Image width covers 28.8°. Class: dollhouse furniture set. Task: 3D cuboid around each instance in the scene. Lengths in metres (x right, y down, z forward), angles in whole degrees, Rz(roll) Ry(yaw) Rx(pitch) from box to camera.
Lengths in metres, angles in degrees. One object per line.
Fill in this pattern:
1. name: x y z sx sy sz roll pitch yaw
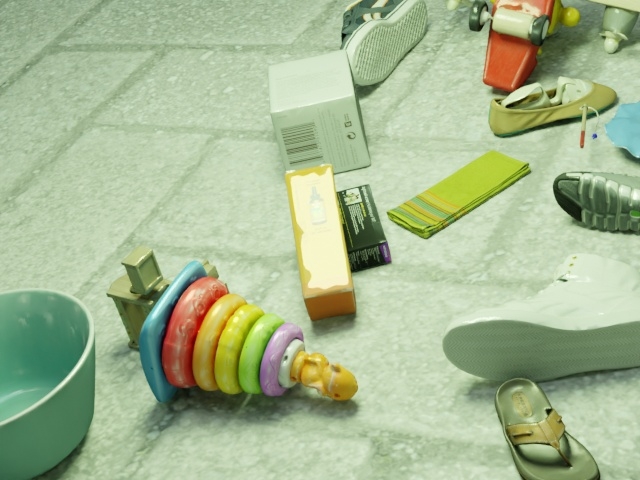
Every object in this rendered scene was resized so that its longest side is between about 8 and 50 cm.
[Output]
1. dollhouse furniture set: -0.239 0.053 1.883 0.101 0.182 0.161 12 42 34

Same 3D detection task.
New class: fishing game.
1. fishing game: 0.557 -0.178 2.039 0.264 0.041 0.189 3 37 12

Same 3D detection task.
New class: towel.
1. towel: 0.227 -0.083 2.044 0.237 0.021 0.102 -31 38 -23

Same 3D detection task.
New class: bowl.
1. bowl: -0.439 0.222 1.735 0.312 0.163 0.311 -11 34 7

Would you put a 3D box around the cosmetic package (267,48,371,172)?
1. cosmetic package: -0.004 -0.224 2.223 0.151 0.151 0.183 -12 35 4

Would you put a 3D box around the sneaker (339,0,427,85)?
1. sneaker: 0.092 -0.397 2.464 0.127 0.126 0.321 11 30 27

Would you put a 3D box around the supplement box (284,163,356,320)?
1. supplement box: 0.000 0.000 1.886 0.078 0.080 0.233 -10 59 2

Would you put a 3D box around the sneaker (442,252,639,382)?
1. sneaker: 0.307 0.100 1.684 0.293 0.108 0.169 -2 33 2

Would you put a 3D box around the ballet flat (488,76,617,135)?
1. ballet flat: 0.404 -0.244 2.161 0.232 0.073 0.080 -18 34 -4

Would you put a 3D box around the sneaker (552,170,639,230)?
1. sneaker: 0.478 -0.074 1.891 0.229 0.086 0.132 18 40 25

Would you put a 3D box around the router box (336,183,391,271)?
1. router box: 0.032 -0.015 1.999 0.133 0.046 0.179 -14 34 1

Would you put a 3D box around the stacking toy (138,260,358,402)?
1. stacking toy: -0.084 0.157 1.725 0.302 0.175 0.165 15 45 21

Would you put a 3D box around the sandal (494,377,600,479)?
1. sandal: 0.272 0.231 1.535 0.090 0.060 0.219 -16 33 -1

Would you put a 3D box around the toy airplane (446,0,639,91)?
1. toy airplane: 0.415 -0.491 2.341 0.384 0.272 0.386 -27 67 4
